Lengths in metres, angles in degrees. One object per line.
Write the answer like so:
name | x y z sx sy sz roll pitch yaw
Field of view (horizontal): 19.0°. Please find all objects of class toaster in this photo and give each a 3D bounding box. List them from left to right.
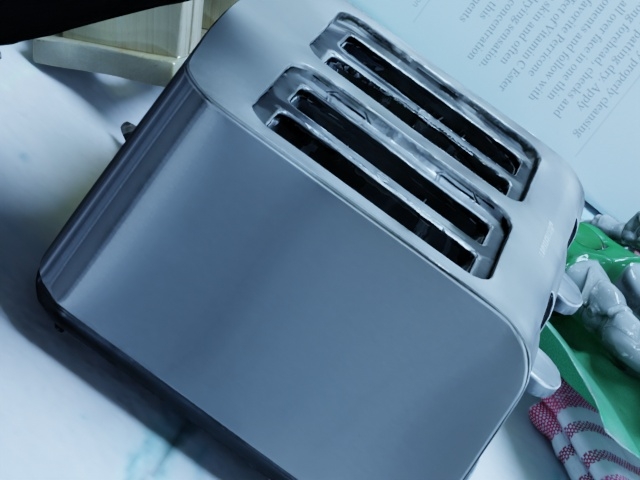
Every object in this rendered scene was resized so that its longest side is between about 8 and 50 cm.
toaster | 0.000 0.000 0.683 0.185 0.110 0.168 36 24 0

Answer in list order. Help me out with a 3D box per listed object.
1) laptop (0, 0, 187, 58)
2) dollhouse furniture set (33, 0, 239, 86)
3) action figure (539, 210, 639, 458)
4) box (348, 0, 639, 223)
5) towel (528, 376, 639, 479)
laptop | -0.176 -0.200 0.534 0.408 0.236 0.382 54 20 25
dollhouse furniture set | -0.116 -0.155 0.834 0.183 0.129 0.129 12 18 18
action figure | 0.109 0.011 0.835 0.137 0.063 0.232 6 22 -37
box | 0.219 -0.109 1.089 0.345 0.168 0.215 41 25 9
towel | 0.181 0.133 0.783 0.144 0.029 0.197 9 36 -44
